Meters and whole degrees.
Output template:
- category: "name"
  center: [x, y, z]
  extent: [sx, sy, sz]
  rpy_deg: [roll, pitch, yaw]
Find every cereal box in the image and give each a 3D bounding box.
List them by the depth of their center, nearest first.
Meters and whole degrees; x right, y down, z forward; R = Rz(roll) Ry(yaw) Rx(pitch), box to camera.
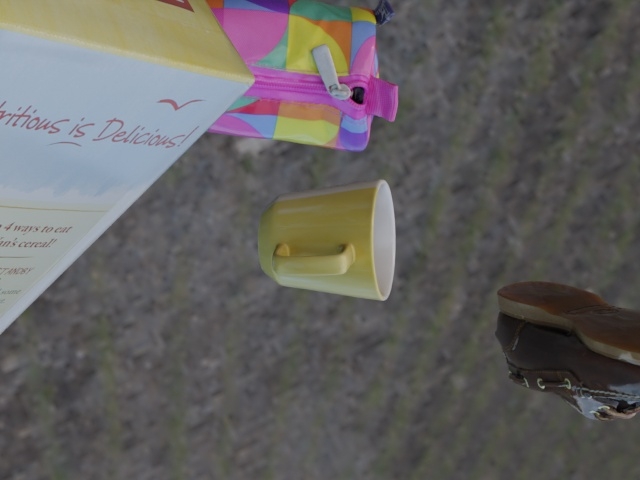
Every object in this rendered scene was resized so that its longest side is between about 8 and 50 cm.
- category: "cereal box"
  center: [-0.150, 0.013, 0.415]
  extent: [0.240, 0.047, 0.173]
  rpy_deg: [-43, 155, 23]

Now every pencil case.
- category: "pencil case"
  center: [-0.072, -0.113, 1.119]
  extent: [0.236, 0.104, 0.104]
  rpy_deg: [5, 154, -5]

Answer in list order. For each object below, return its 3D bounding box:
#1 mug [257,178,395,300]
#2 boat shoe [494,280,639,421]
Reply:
- category: "mug"
  center: [0.001, -0.003, 0.907]
  extent: [0.064, 0.062, 0.078]
  rpy_deg: [0, 163, 13]
- category: "boat shoe"
  center: [0.181, 0.077, 1.121]
  extent: [0.073, 0.073, 0.207]
  rpy_deg: [-7, -169, -21]
